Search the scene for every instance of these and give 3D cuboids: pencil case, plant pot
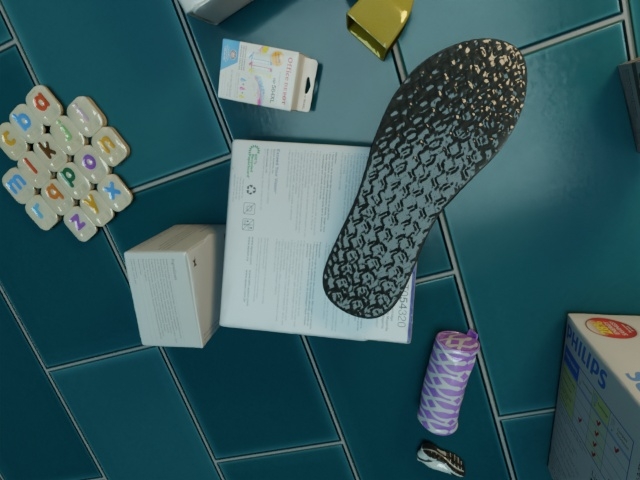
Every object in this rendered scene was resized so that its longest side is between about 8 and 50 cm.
[{"bbox_3d":[0.247,0.275,0.835,0.088,0.086,0.206,-3,113,-25],"label":"pencil case"},{"bbox_3d":[0.097,-0.346,0.669,0.081,0.081,0.083,40,101,-4],"label":"plant pot"}]

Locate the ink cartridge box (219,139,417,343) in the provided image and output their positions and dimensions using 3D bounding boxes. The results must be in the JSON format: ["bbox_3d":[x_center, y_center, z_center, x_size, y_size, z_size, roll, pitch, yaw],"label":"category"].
[{"bbox_3d":[0.000,0.000,0.751,0.329,0.071,0.325,5,90,5],"label":"ink cartridge box"}]

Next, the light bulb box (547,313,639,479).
[{"bbox_3d":[0.536,0.353,0.659,0.225,0.358,0.362,0,108,9],"label":"light bulb box"}]

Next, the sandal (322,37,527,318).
[{"bbox_3d":[0.137,-0.091,0.665,0.167,0.107,0.446,31,105,5],"label":"sandal"}]

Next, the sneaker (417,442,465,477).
[{"bbox_3d":[0.256,0.471,0.922,0.109,0.040,0.044,29,127,4],"label":"sneaker"}]

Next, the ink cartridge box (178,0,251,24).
[{"bbox_3d":[-0.168,-0.514,0.640,0.211,0.121,0.289,-25,101,17],"label":"ink cartridge box"}]

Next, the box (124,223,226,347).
[{"bbox_3d":[-0.248,0.077,0.810,0.118,0.181,0.182,0,107,11],"label":"box"}]

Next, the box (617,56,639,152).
[{"bbox_3d":[0.481,-0.182,0.590,0.038,0.186,0.145,-19,104,16],"label":"box"}]

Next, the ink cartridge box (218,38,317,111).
[{"bbox_3d":[-0.083,-0.270,0.718,0.143,0.090,0.092,13,109,7],"label":"ink cartridge box"}]

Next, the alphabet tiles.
[{"bbox_3d":[-0.516,-0.149,0.874,0.284,0.021,0.278,-35,99,19],"label":"alphabet tiles"}]
